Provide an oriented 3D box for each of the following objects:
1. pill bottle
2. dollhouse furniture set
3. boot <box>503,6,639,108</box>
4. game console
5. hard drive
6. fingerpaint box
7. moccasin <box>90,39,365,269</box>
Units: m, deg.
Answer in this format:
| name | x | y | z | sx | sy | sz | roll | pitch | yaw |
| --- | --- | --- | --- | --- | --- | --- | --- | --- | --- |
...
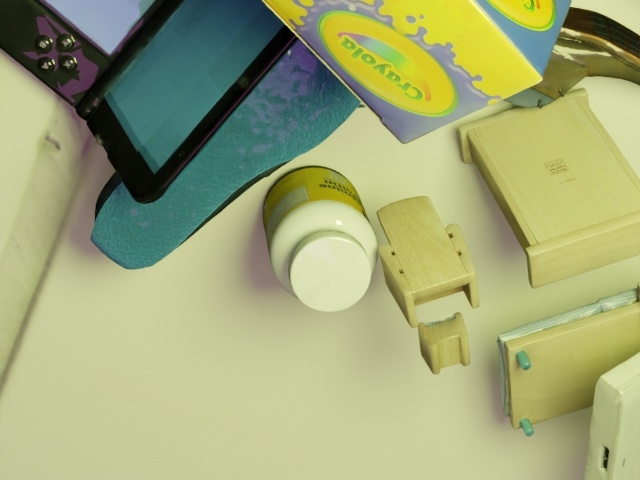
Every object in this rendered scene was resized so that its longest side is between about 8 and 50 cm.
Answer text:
| name | x | y | z | sx | sy | sz | roll | pitch | yaw |
| --- | --- | --- | --- | --- | --- | --- | --- | --- | --- |
| pill bottle | 0.000 | 0.000 | 1.331 | 0.103 | 0.184 | 0.103 | -2 | 111 | -6 |
| dollhouse furniture set | 0.205 | 0.050 | 1.409 | 0.286 | 0.198 | 0.303 | -17 | 133 | -4 |
| boot | 0.240 | -0.174 | 1.364 | 0.219 | 0.082 | 0.106 | 23 | 120 | -9 |
| game console | -0.155 | -0.229 | 1.230 | 0.250 | 0.173 | 0.293 | 39 | 100 | -14 |
| hard drive | 0.395 | 0.147 | 1.405 | 0.307 | 0.040 | 0.203 | -26 | 136 | -25 |
| fingerpaint box | 0.032 | -0.365 | 1.084 | 0.445 | 0.371 | 0.163 | 44 | 140 | -22 |
| moccasin | -0.091 | -0.118 | 1.316 | 0.342 | 0.117 | 0.138 | -35 | 110 | 10 |
